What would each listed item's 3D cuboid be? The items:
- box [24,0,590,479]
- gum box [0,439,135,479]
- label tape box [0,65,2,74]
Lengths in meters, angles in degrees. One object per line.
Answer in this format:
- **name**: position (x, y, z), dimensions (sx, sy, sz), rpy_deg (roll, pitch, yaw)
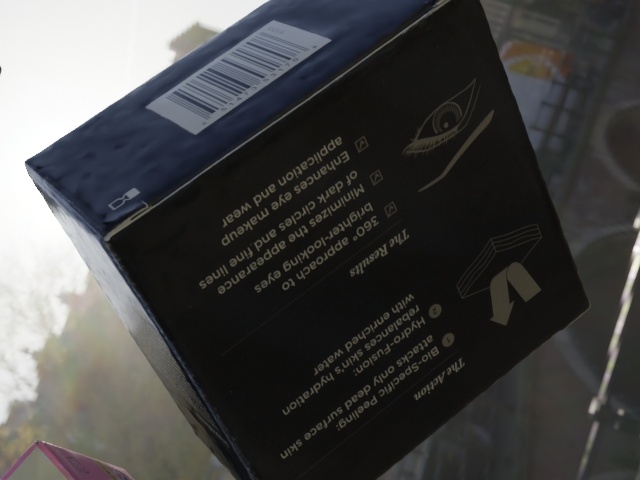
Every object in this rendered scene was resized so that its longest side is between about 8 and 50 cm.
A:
- **box**: position (0.000, 0.000, 0.467), dimensions (0.156, 0.093, 0.158), rpy_deg (-36, -57, -15)
- **gum box**: position (-0.170, 0.201, 0.638), dimensions (0.188, 0.062, 0.107), rpy_deg (-47, -24, -3)
- **label tape box**: position (-0.358, -0.081, 1.046), dimensions (0.333, 0.106, 0.240), rpy_deg (56, 136, 39)
